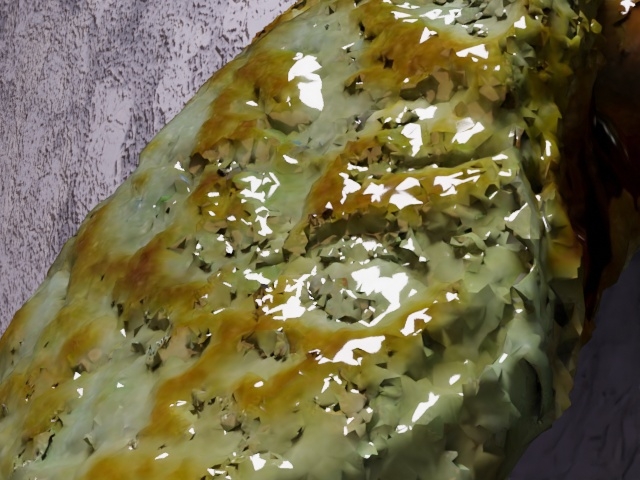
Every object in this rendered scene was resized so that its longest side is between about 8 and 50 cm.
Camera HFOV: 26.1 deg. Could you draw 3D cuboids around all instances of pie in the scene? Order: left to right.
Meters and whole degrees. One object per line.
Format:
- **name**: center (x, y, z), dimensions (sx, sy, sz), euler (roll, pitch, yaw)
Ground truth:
- **pie**: center (-0.021, 0.016, 0.664), dimensions (0.418, 0.180, 0.395), euler (-48, 21, -30)
